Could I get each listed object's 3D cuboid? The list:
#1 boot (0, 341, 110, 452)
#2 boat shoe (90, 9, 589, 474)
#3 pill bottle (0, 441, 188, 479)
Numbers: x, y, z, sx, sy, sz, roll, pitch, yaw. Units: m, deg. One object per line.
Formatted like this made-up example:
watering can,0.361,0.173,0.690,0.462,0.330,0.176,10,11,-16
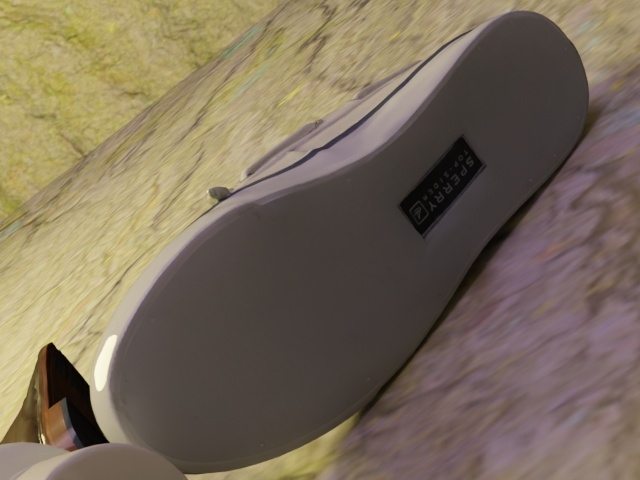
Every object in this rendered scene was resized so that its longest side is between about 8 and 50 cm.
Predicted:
boot,-0.209,0.144,0.803,0.106,0.082,0.219,-38,19,-4
boat shoe,-0.004,-0.008,0.667,0.367,0.136,0.156,-45,18,-27
pill bottle,-0.160,0.169,0.551,0.229,0.131,0.131,-24,23,42
